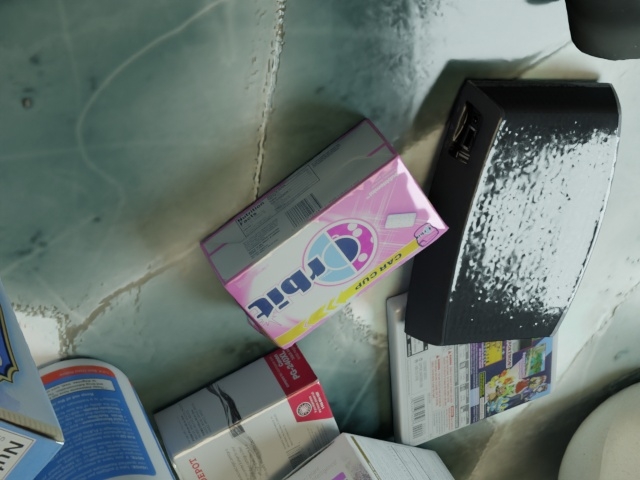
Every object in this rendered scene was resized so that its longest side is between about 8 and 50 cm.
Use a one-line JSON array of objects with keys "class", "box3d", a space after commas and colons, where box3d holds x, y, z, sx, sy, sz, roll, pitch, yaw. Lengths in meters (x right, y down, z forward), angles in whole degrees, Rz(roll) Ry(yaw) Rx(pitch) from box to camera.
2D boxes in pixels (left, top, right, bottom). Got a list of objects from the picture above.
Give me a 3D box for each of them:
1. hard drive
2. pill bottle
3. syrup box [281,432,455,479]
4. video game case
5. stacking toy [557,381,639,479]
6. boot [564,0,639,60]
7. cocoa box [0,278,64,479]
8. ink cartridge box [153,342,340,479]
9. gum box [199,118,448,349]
[{"class": "hard drive", "box3d": [0.176, -0.018, 1.184, 0.172, 0.054, 0.255, -2, 120, -25]}, {"class": "pill bottle", "box3d": [-0.179, 0.210, 1.071, 0.124, 0.221, 0.124, -15, 131, -18]}, {"class": "syrup box", "box3d": [0.060, 0.259, 1.282, 0.093, 0.096, 0.237, -40, 154, 13]}, {"class": "video game case", "box3d": [0.154, 0.107, 1.314, 0.183, 0.023, 0.201, -18, 131, -15]}, {"class": "stacking toy", "box3d": [0.420, 0.411, 1.530, 0.350, 0.350, 0.480, -18, 143, -15]}, {"class": "boot", "box3d": [0.160, -0.265, 0.911, 0.367, 0.146, 0.445, -19, 157, 13]}, {"class": "cocoa box", "box3d": [-0.341, 0.050, 0.764, 0.228, 0.347, 0.231, 30, 107, -42]}, {"class": "ink cartridge box", "box3d": [-0.066, 0.177, 1.218, 0.150, 0.063, 0.109, -26, 135, -8]}, {"class": "gum box", "box3d": [0.000, 0.000, 1.112, 0.188, 0.062, 0.107, -37, 134, 2]}]
